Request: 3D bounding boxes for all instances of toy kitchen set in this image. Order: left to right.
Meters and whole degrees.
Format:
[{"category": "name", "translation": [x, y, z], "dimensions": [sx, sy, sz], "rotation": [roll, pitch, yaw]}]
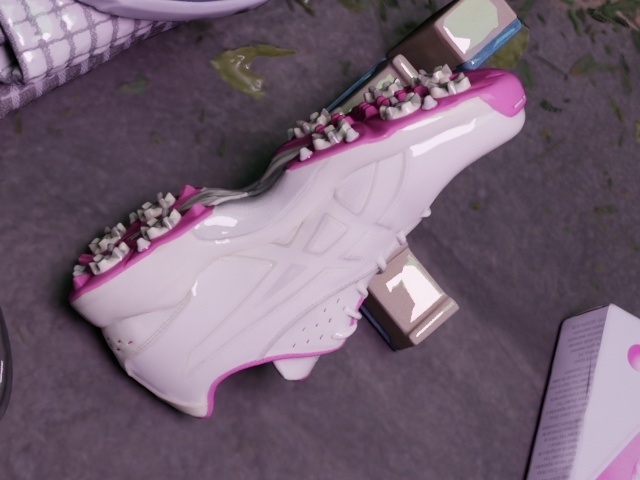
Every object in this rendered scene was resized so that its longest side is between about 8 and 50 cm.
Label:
[{"category": "toy kitchen set", "translation": [0.077, -0.049, 0.982], "dimensions": [0.207, 0.122, 0.166], "rotation": [-41, 97, -11]}]

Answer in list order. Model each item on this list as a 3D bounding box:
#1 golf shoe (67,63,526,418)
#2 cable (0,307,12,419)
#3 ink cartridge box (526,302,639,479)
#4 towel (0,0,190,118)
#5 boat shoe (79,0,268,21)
[{"category": "golf shoe", "translation": [0.000, 0.000, 0.853], "dimensions": [0.306, 0.115, 0.140], "rotation": [-27, 104, 9]}, {"category": "cable", "translation": [-0.234, -0.032, 0.779], "dimensions": [0.139, 0.072, 0.287], "rotation": [-67, 153, -58]}, {"category": "ink cartridge box", "translation": [0.288, 0.260, 1.008], "dimensions": [0.324, 0.071, 0.330], "rotation": [27, 62, -19]}, {"category": "towel", "translation": [-0.186, -0.249, 0.881], "dimensions": [0.235, 0.121, 0.283], "rotation": [-33, 93, -31]}, {"category": "boat shoe", "translation": [-0.142, -0.201, 0.766], "dimensions": [0.302, 0.094, 0.109], "rotation": [11, 72, -24]}]
